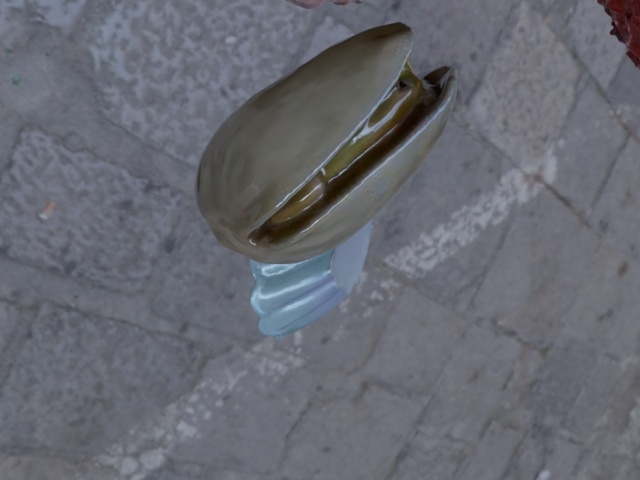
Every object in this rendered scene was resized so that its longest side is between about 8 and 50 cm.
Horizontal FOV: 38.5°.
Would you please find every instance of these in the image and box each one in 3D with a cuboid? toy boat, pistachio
[{"bbox_3d":[0.000,0.000,1.228,0.199,0.100,0.290,62,39,-51],"label":"toy boat"},{"bbox_3d":[-0.002,-0.066,0.667,0.126,0.152,0.223,42,120,-19],"label":"pistachio"}]

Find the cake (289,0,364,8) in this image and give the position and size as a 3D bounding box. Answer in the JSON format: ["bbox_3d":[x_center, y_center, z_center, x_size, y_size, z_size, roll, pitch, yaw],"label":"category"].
[{"bbox_3d":[-0.080,-0.352,0.701,0.307,0.314,0.293,-18,135,-64],"label":"cake"}]

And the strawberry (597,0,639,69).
[{"bbox_3d":[0.288,-0.193,0.689,0.190,0.236,0.111,-59,178,35],"label":"strawberry"}]
